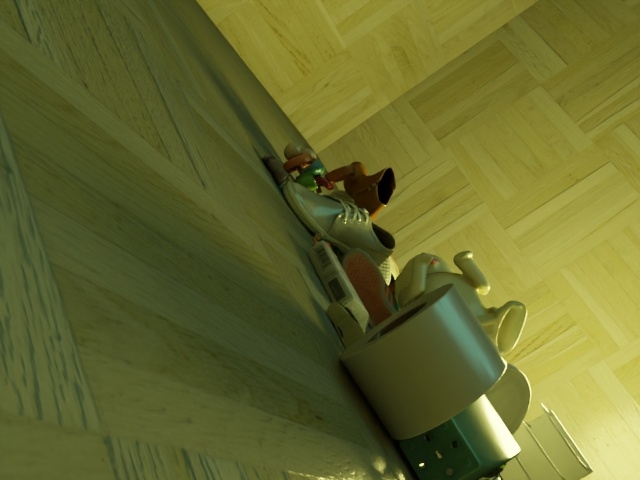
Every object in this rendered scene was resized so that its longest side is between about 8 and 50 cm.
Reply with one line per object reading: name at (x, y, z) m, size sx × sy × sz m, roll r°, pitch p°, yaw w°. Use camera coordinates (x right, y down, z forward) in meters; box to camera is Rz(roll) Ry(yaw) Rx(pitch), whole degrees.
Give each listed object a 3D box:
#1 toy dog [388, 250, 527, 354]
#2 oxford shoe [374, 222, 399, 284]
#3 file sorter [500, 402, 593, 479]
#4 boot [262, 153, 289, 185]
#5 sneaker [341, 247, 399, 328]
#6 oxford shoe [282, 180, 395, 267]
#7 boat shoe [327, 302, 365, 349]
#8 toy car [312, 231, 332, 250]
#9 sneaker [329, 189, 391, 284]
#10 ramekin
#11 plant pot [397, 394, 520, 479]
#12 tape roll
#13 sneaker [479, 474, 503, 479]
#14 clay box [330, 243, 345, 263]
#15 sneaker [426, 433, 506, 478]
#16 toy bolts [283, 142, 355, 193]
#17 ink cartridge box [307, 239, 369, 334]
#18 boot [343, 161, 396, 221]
toy dog at (0.353, 0.201, 2.017) m, size 0.408 × 0.284 × 0.396 m, roll -120°, pitch -163°, yaw -53°
oxford shoe at (0.183, 0.052, 2.537) m, size 0.397 × 0.140 × 0.147 m, roll 50°, pitch 16°, yaw -29°
file sorter at (0.541, 0.590, 1.896) m, size 0.173 × 0.277 × 0.193 m, roll 44°, pitch 13°, yaw -54°
boot at (-0.125, -0.197, 1.945) m, size 0.087 × 0.042 × 0.118 m, roll 49°, pitch 6°, yaw -8°
sneaker at (0.136, 0.144, 1.908) m, size 0.302 × 0.108 × 0.121 m, roll 63°, pitch 3°, yaw -18°
oxford shoe at (0.062, -0.059, 2.031) m, size 0.449 × 0.130 × 0.169 m, roll 34°, pitch 27°, yaw -39°
boat shoe at (0.062, 0.179, 1.399) m, size 0.133 × 0.049 × 0.042 m, roll 55°, pitch 13°, yaw 31°
toy car at (0.000, 0.000, 1.860) m, size 0.060 × 0.040 × 0.122 m, roll 51°, pitch 9°, yaw -37°
sneaker at (0.127, 0.012, 2.357) m, size 0.150 × 0.135 × 0.366 m, roll 97°, pitch -27°, yaw -72°
ramekin at (0.389, 0.403, 1.809) m, size 0.273 × 0.273 × 0.127 m, roll 52°, pitch -3°, yaw -34°
plant pot at (0.242, 0.373, 1.301) m, size 0.166 × 0.165 × 0.234 m, roll 58°, pitch 13°, yaw 17°
tape roll at (0.179, 0.210, 1.250) m, size 0.169 × 0.246 × 0.246 m, roll 57°, pitch 7°, yaw 3°
sneaker at (0.406, 0.596, 1.641) m, size 0.153 × 0.099 × 0.282 m, roll 59°, pitch -2°, yaw -19°
clay box at (0.068, 0.017, 2.207) m, size 0.222 × 0.053 × 0.127 m, roll 60°, pitch 11°, yaw 21°
sneaker at (0.254, 0.380, 1.614) m, size 0.385 × 0.145 × 0.147 m, roll 56°, pitch -25°, yaw 18°
toy bolts at (-0.010, -0.246, 2.293) m, size 0.228 × 0.218 × 0.159 m, roll 62°, pitch 8°, yaw -85°
ink cartridge box at (0.068, 0.128, 1.680) m, size 0.232 × 0.066 × 0.189 m, roll 42°, pitch 15°, yaw -49°
boot at (0.164, -0.179, 2.242) m, size 0.104 × 0.211 × 0.295 m, roll 22°, pitch 52°, yaw -22°
